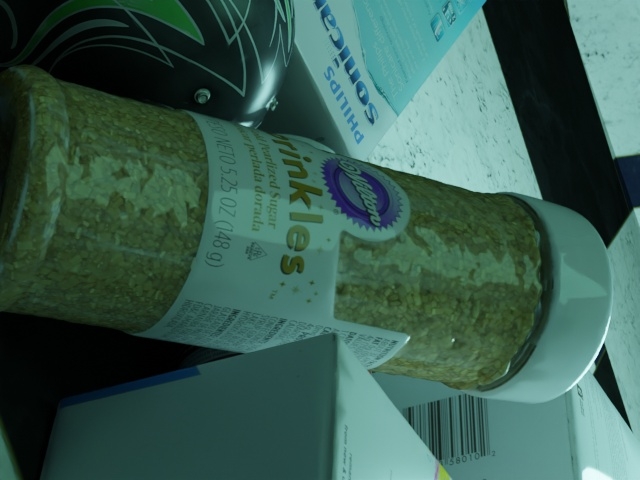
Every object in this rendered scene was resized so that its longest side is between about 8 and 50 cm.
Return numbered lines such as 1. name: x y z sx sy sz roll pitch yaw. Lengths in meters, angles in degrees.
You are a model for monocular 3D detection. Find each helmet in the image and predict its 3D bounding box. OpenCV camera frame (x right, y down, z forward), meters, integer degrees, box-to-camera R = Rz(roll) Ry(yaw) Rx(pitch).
1. helmet: -0.098 -0.130 0.761 0.169 0.162 0.169 48 33 -47

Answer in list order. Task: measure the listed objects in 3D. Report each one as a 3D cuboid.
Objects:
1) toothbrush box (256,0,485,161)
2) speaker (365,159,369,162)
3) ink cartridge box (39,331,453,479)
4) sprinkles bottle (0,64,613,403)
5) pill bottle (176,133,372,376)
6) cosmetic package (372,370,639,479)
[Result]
1. toothbrush box: -0.002 -0.209 0.998 0.216 0.126 0.295 62 41 -26
2. speaker: 0.014 -0.058 1.123 0.136 0.055 0.055 64 24 -24
3. ink cartridge box: -0.018 0.193 0.715 0.232 0.171 0.168 53 30 -42
4. sprinkles bottle: -0.011 0.007 0.726 0.355 0.121 0.121 12 59 -31
5. pill bottle: -0.029 0.049 0.858 0.121 0.121 0.221 47 34 -49
6. cosmetic package: 0.174 0.236 1.117 0.365 0.197 0.155 48 33 -45
